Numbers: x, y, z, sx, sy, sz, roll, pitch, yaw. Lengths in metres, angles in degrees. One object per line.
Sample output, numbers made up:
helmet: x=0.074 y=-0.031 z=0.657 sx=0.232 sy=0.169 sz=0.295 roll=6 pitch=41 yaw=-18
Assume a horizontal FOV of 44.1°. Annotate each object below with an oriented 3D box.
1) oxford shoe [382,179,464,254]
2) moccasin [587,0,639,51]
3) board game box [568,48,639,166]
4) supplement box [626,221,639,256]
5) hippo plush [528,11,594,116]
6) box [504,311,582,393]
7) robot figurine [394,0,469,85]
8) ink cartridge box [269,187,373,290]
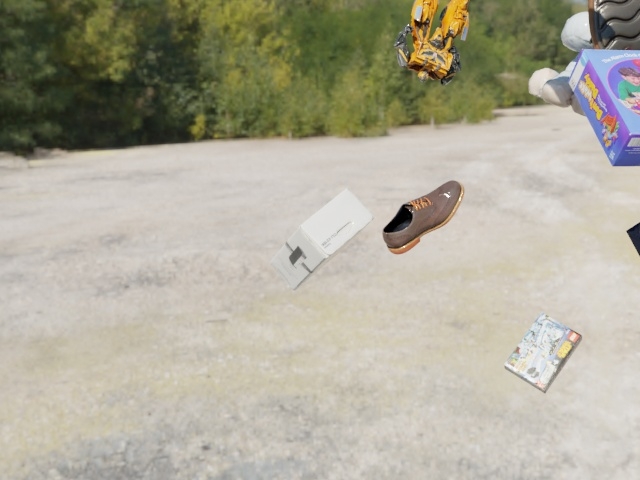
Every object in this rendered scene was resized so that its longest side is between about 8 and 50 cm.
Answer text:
oxford shoe: x=0.281 y=-0.077 z=2.146 sx=0.271 sy=0.098 sz=0.097 roll=-43 pitch=49 yaw=-7
moccasin: x=0.668 y=-0.392 z=1.724 sx=0.139 sy=0.380 sz=0.147 roll=-23 pitch=7 yaw=5
board game box: x=0.659 y=-0.242 z=1.433 sx=0.347 sy=0.078 sz=0.233 roll=-1 pitch=50 yaw=-10
supplement box: x=0.822 y=-0.006 z=1.960 sx=0.083 sy=0.083 sz=0.056 roll=-9 pitch=-22 yaw=-31
hippo plush: x=0.684 y=-0.427 z=1.931 sx=0.294 sy=0.237 sz=0.234 roll=6 pitch=22 yaw=-32
box: x=0.442 y=0.222 z=1.568 sx=0.094 sy=0.137 sz=0.027 roll=32 pitch=-15 yaw=30
robot figurine: x=0.327 y=-0.590 z=2.258 sx=0.211 sy=0.291 sz=0.085 roll=19 pitch=-16 yaw=-14
ink cartridge box: x=0.000 y=0.000 z=2.148 sx=0.197 sy=0.114 sz=0.273 roll=-40 pitch=-3 yaw=-30
